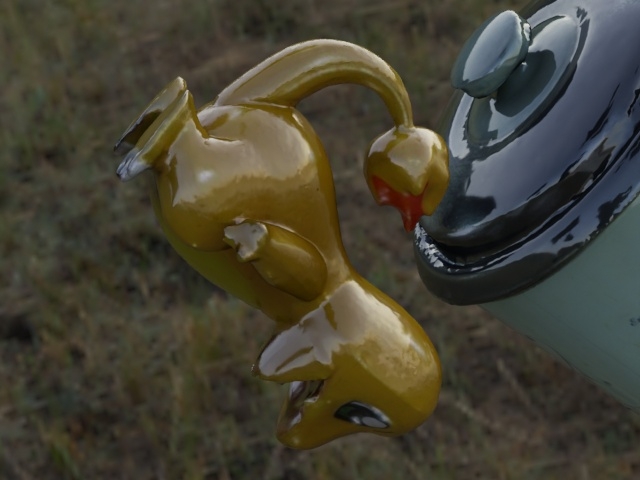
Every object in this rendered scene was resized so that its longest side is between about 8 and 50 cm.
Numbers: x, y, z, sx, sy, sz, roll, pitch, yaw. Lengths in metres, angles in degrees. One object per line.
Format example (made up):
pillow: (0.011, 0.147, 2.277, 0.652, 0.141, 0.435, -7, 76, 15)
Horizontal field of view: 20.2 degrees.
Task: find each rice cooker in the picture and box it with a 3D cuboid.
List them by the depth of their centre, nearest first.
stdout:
rice cooker: (0.202, -0.032, 1.081, 0.317, 0.316, 0.264, 6, 59, 38)

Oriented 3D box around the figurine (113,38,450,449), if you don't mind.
figurine: (0.004, 0.000, 0.737, 0.122, 0.176, 0.121, -31, 16, -3)
